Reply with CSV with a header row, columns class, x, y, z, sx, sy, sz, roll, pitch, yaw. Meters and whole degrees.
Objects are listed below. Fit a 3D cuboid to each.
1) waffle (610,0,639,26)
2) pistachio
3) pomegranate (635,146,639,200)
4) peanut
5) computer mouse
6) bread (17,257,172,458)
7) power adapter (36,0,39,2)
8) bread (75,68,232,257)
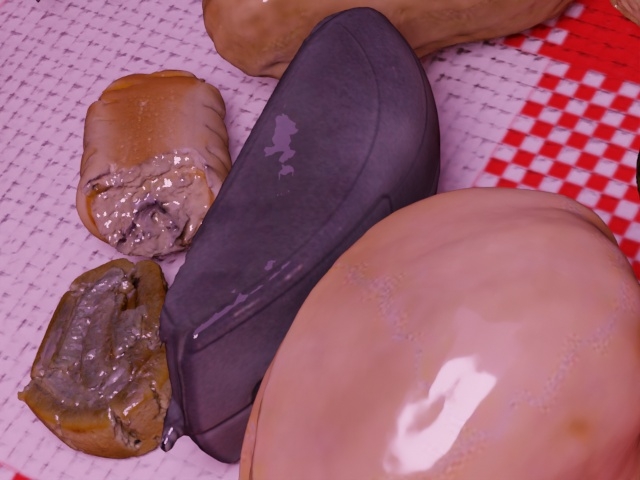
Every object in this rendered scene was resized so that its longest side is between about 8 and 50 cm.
class,x,y,z,sx,sy,sz,roll,pitch,yaw
waffle,0.359,-0.179,1.244,0.168,0.057,0.274,-33,54,-12
pistachio,0.085,0.111,1.002,0.238,0.229,0.321,33,76,3
pomegranate,0.331,-0.001,1.042,0.204,0.222,0.277,-24,80,3
peanut,0.062,-0.203,1.282,0.318,0.147,0.148,-13,52,-7
computer mouse,0.000,0.000,1.120,0.121,0.188,0.371,18,62,21
bread,-0.149,0.081,1.170,0.117,0.064,0.156,3,56,14
power adapter,-0.212,-0.297,1.426,0.130,0.125,0.205,-3,55,10
bread,-0.126,-0.062,1.254,0.119,0.084,0.177,-7,43,4
